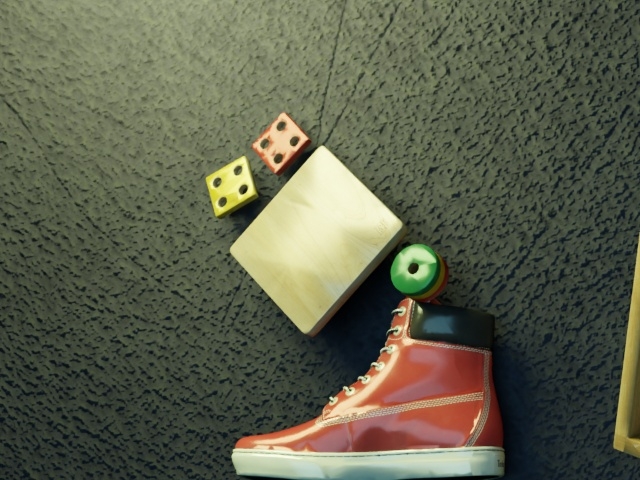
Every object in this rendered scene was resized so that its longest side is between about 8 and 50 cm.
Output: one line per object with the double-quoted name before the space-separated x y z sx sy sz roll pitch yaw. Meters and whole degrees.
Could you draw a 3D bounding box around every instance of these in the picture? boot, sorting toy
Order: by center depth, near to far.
"boot" 0.039 0.131 1.674 0.244 0.088 0.176 -6 78 12
"sorting toy" 0.000 0.000 1.717 0.132 0.046 0.274 -49 52 5

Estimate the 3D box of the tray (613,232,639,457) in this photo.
"tray" 0.426 0.121 1.440 0.411 0.076 0.203 18 111 38
